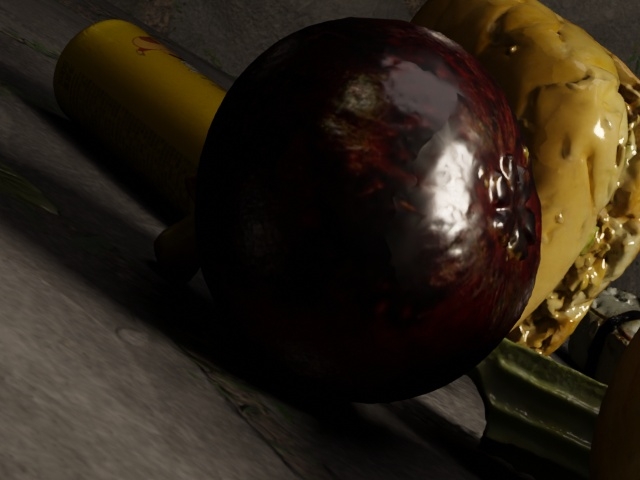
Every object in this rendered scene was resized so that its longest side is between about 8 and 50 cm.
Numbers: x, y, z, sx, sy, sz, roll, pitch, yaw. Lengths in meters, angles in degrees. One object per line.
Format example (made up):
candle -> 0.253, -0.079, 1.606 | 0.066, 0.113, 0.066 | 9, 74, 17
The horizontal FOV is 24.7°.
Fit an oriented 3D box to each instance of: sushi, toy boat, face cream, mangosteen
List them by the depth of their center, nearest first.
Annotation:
mangosteen -> 0.003, -0.016, 0.899 | 0.261, 0.235, 0.235 | -3, -13, 32
toy boat -> 0.208, 0.145, 0.949 | 0.276, 0.084, 0.111 | 23, -12, 11
face cream -> -0.093, -0.069, 1.181 | 0.105, 0.105, 0.348 | 24, 11, -46
sushi -> 0.354, 0.126, 1.709 | 0.109, 0.134, 0.273 | -10, 42, -29

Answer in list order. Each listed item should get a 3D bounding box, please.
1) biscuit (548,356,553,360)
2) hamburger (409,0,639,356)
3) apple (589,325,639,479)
biscuit -> 0.207, 0.109, 1.563 | 0.120, 0.015, 0.120 | 31, 7, -4
hamburger -> 0.115, -0.047, 1.142 | 0.158, 0.319, 0.318 | 20, 13, -37
apple -> 0.295, 0.119, 0.743 | 0.299, 0.275, 0.299 | 40, -23, 21
